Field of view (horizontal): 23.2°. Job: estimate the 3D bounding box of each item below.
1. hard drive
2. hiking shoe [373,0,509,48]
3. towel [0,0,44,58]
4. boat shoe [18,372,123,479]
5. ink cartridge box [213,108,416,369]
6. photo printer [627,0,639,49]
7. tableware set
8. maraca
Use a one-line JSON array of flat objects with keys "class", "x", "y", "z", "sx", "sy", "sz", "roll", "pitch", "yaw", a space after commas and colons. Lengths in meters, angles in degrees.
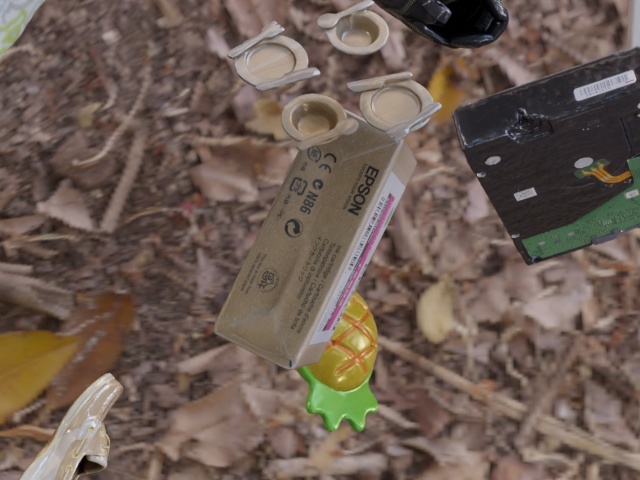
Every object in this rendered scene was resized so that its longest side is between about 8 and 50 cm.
[{"class": "hard drive", "x": 0.308, "y": -0.092, "z": 1.811, "sx": 0.237, "sy": 0.339, "sz": 0.064, "roll": -19, "pitch": 61, "yaw": 13}, {"class": "hiking shoe", "x": 0.098, "y": -0.187, "z": 1.212, "sx": 0.114, "sy": 0.086, "sz": 0.227, "roll": 48, "pitch": 23, "yaw": 15}, {"class": "towel", "x": -0.345, "y": -0.202, "z": 1.084, "sx": 0.374, "sy": 0.090, "sz": 0.320, "roll": -58, "pitch": 148, "yaw": -32}, {"class": "boat shoe", "x": -0.233, "y": 0.206, "z": 1.506, "sx": 0.059, "sy": 0.063, "sz": 0.170, "roll": 29, "pitch": 59, "yaw": 7}, {"class": "ink cartridge box", "x": 0.000, "y": 0.000, "z": 1.472, "sx": 0.088, "sy": 0.193, "sz": 0.235, "roll": 26, "pitch": 91, "yaw": 8}, {"class": "photo printer", "x": 0.469, "y": -0.302, "z": 2.098, "sx": 0.107, "sy": 0.307, "sz": 0.256, "roll": 3, "pitch": 101, "yaw": 10}, {"class": "tableware set", "x": 0.011, "y": -0.138, "z": 1.329, "sx": 0.141, "sy": 0.020, "sz": 0.169, "roll": -21, "pitch": 56, "yaw": -17}, {"class": "maraca", "x": 0.015, "y": 0.131, "z": 1.813, "sx": 0.127, "sy": 0.099, "sz": 0.186, "roll": 3, "pitch": 70, "yaw": -37}]
